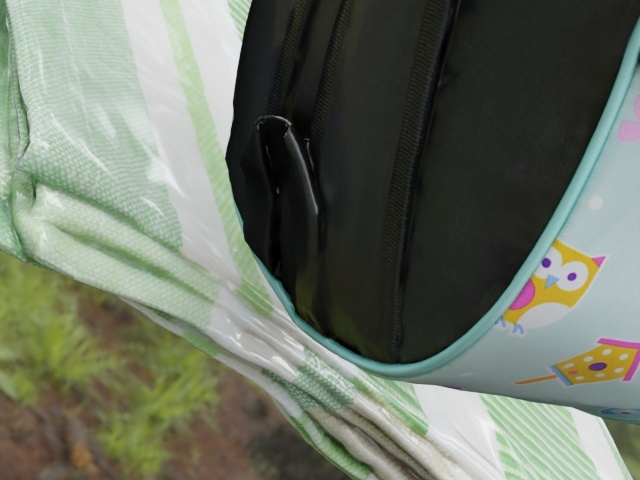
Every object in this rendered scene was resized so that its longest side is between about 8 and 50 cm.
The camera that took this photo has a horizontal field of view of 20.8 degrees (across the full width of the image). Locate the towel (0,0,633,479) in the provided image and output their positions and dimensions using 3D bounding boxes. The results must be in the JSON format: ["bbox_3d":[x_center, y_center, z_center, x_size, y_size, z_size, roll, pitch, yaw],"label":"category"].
[{"bbox_3d":[0.000,0.000,0.580,0.325,0.038,0.248,39,21,-36],"label":"towel"}]

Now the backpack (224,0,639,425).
[{"bbox_3d":[0.064,-0.054,0.399,0.144,0.188,0.166,19,15,-35],"label":"backpack"}]
